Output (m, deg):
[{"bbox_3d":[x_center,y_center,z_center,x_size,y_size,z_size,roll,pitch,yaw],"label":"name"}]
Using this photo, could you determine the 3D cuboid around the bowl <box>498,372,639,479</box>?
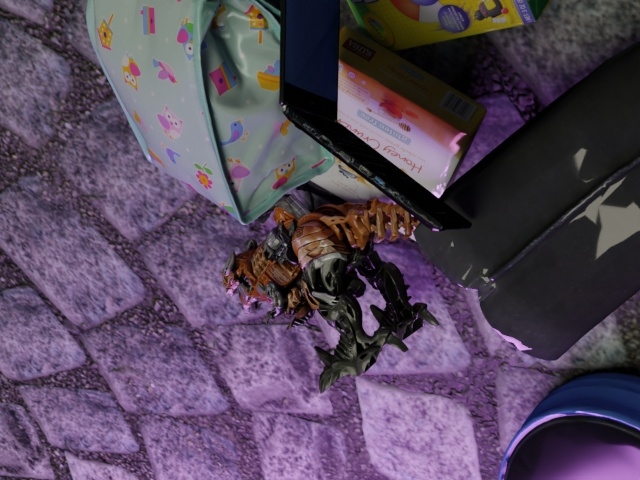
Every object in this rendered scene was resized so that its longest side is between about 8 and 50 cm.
[{"bbox_3d":[0.366,0.346,1.649,0.391,0.077,0.391,25,127,38],"label":"bowl"}]

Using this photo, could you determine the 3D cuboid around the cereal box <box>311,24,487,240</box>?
[{"bbox_3d":[0.067,-0.106,1.527,0.173,0.047,0.240,30,151,7],"label":"cereal box"}]

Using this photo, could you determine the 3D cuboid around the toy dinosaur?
[{"bbox_3d":[0.015,0.038,1.608,0.218,0.164,0.322,62,153,-3],"label":"toy dinosaur"}]

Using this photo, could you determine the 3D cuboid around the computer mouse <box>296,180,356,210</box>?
[{"bbox_3d":[0.000,0.000,1.711,0.106,0.042,0.193,11,126,19],"label":"computer mouse"}]

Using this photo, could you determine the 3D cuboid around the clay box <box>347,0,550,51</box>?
[{"bbox_3d":[0.101,-0.258,1.404,0.222,0.053,0.127,-8,123,37],"label":"clay box"}]

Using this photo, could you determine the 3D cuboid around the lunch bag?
[{"bbox_3d":[-0.123,-0.183,1.495,0.223,0.160,0.262,30,148,48],"label":"lunch bag"}]

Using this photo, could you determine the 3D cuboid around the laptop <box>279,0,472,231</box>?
[{"bbox_3d":[0.056,-0.138,1.292,0.264,0.234,0.136,38,99,9],"label":"laptop"}]

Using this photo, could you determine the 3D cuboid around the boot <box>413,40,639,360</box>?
[{"bbox_3d":[0.344,-0.005,1.331,0.445,0.146,0.367,-41,80,35],"label":"boot"}]
